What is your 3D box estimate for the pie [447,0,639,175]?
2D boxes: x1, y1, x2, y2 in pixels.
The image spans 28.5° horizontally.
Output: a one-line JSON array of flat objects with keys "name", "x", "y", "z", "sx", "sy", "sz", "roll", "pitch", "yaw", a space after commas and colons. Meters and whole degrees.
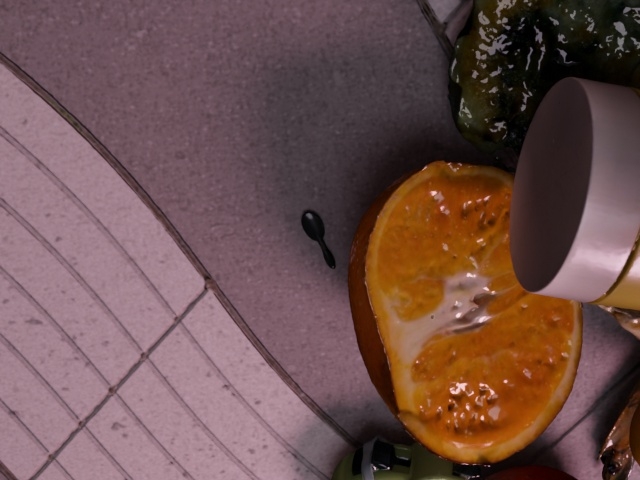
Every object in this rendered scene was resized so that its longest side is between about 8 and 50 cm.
[{"name": "pie", "x": 0.315, "y": -0.211, "z": 1.321, "sx": 0.371, "sy": 0.078, "sz": 0.296, "roll": -7, "pitch": 119, "yaw": 2}]

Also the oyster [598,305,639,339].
[{"name": "oyster", "x": 0.442, "y": 0.046, "z": 1.418, "sx": 0.341, "sy": 0.166, "sz": 0.110, "roll": -16, "pitch": 151, "yaw": -26}]

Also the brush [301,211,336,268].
[{"name": "brush", "x": 0.000, "y": 0.000, "z": 1.461, "sx": 0.024, "sy": 0.008, "sz": 0.083, "roll": -23, "pitch": 120, "yaw": 8}]

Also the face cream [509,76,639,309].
[{"name": "face cream", "x": 0.310, "y": -0.040, "z": 1.254, "sx": 0.179, "sy": 0.218, "sz": 0.218, "roll": 9, "pitch": 119, "yaw": -10}]

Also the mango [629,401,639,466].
[{"name": "mango", "x": 0.574, "y": 0.184, "z": 1.431, "sx": 0.446, "sy": 0.300, "sz": 0.232, "roll": -13, "pitch": 114, "yaw": -1}]

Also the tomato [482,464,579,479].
[{"name": "tomato", "x": 0.273, "y": 0.382, "z": 1.588, "sx": 0.208, "sy": 0.208, "sz": 0.184, "roll": 17, "pitch": 127, "yaw": -13}]

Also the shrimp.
[{"name": "shrimp", "x": 0.454, "y": 0.224, "z": 1.600, "sx": 0.173, "sy": 0.058, "sz": 0.253, "roll": 13, "pitch": 116, "yaw": -21}]

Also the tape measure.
[{"name": "tape measure", "x": 0.097, "y": 0.329, "z": 1.603, "sx": 0.175, "sy": 0.106, "sz": 0.200, "roll": 13, "pitch": 129, "yaw": 2}]

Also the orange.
[{"name": "orange", "x": 0.157, "y": 0.081, "z": 1.384, "sx": 0.274, "sy": 0.274, "sz": 0.310, "roll": -37, "pitch": 75, "yaw": 17}]
